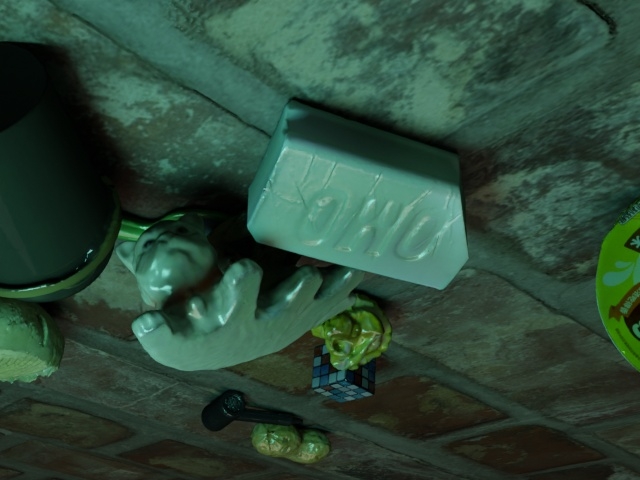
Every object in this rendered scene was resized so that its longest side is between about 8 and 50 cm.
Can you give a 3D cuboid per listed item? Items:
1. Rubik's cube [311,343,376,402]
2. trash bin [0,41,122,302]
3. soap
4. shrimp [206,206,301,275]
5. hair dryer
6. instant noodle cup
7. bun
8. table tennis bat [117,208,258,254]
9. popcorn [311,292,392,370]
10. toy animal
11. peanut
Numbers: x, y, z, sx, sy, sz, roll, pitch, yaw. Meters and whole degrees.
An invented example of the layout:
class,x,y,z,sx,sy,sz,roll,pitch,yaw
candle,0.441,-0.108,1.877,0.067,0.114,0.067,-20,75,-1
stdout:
class,x,y,z,sx,sy,sz,roll,pitch,yaw
Rubik's cube,0.047,0.259,1.417,0.092,0.092,0.092,-23,139,36
trash bin,-0.362,-0.053,0.868,0.214,0.214,0.333,3,142,2
soap,0.062,-0.047,0.901,0.290,0.095,0.172,15,132,-17
shrimp,-0.096,0.003,1.051,0.145,0.059,0.254,18,136,-17
hair dryer,-0.150,0.422,1.738,0.256,0.069,0.128,11,147,-25
instant noodle cup,0.531,0.090,0.945,0.311,0.311,0.221,-10,154,21
bun,-0.595,0.166,1.287,0.260,0.152,0.259,-4,157,-2
table tennis bat,-0.222,-0.004,1.088,0.257,0.039,0.160,12,142,-15
popcorn,0.055,0.154,1.237,0.126,0.126,0.145,-34,120,10
toy animal,-0.109,0.050,0.970,0.308,0.188,0.266,-33,142,-14
peanut,-0.076,0.520,1.841,0.229,0.098,0.103,23,175,-32
